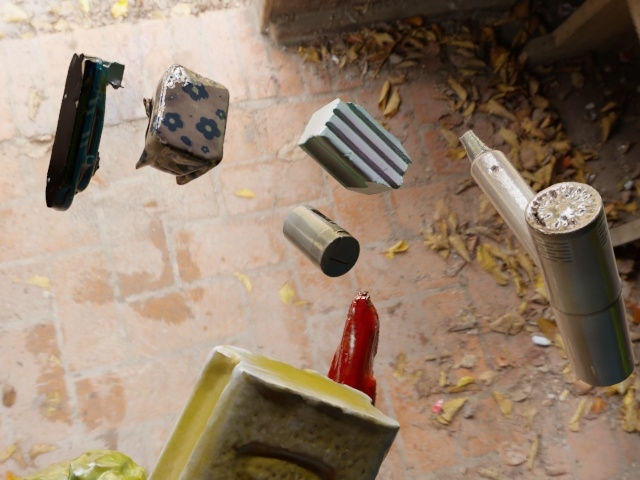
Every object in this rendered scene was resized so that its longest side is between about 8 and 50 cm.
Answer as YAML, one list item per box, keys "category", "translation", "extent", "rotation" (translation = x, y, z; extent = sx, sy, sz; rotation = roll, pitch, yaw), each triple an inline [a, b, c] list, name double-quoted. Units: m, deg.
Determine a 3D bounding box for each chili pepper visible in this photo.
- category: "chili pepper"
  translation: [0.050, 0.281, 1.153]
  extent: [0.110, 0.110, 0.387]
  rotation: [12, 92, -8]

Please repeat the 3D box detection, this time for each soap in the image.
- category: "soap"
  translation: [-0.066, 0.241, 0.538]
  extent: [0.174, 0.089, 0.274]
  rotation: [26, 91, -24]
- category: "soap"
  translation: [0.078, -0.190, 1.361]
  extent: [0.230, 0.091, 0.145]
  rotation: [40, 55, -24]

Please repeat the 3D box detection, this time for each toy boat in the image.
- category: "toy boat"
  translation: [-0.444, -0.197, 1.195]
  extent: [0.092, 0.134, 0.298]
  rotation: [8, 100, -39]

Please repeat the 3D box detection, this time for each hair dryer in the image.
- category: "hair dryer"
  translation: [0.179, -0.004, 0.547]
  extent: [0.054, 0.220, 0.195]
  rotation: [-30, 127, 3]

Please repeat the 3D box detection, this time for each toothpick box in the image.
- category: "toothpick box"
  translation: [0.000, 0.000, 1.484]
  extent: [0.111, 0.181, 0.111]
  rotation: [-18, 125, -27]

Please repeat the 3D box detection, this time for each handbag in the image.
- category: "handbag"
  translation: [-0.343, -0.267, 1.531]
  extent: [0.190, 0.193, 0.251]
  rotation: [19, 58, -29]

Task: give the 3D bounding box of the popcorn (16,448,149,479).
- category: "popcorn"
  translation: [-0.248, 0.315, 0.622]
  extent: [0.198, 0.197, 0.212]
  rotation: [-17, 49, -13]
